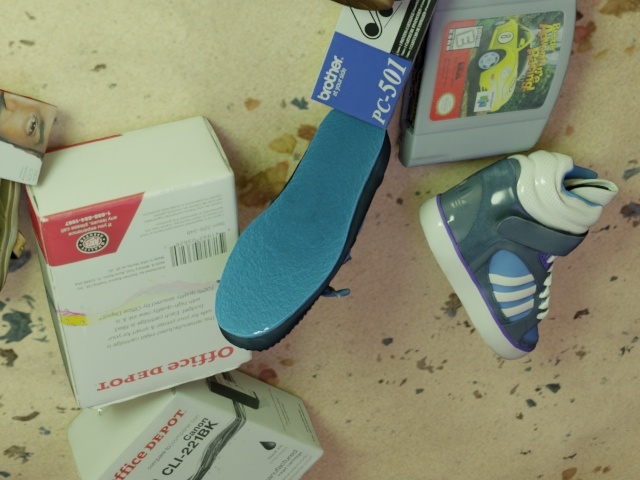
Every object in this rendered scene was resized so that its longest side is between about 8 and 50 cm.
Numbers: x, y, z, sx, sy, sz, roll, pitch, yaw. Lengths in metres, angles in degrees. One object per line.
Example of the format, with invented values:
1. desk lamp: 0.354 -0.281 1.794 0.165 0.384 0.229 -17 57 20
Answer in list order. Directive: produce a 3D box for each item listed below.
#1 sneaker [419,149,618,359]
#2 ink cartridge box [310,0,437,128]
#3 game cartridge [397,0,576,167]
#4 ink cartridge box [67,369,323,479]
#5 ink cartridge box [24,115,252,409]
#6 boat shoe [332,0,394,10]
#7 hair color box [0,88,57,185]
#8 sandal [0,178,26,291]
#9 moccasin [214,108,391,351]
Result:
1. sneaker: 0.291 0.015 2.042 0.236 0.130 0.323 -23 133 15
2. ink cartridge box: 0.068 -0.236 1.777 0.097 0.046 0.207 23 123 1
3. game cartridge: 0.202 -0.220 1.879 0.196 0.060 0.294 -12 132 -21
4. ink cartridge box: -0.165 0.267 2.087 0.273 0.114 0.197 28 114 -38
5. ink cartridge box: -0.211 0.028 1.849 0.226 0.131 0.306 -14 134 -14
6. boat shoe: -0.053 -0.350 1.608 0.342 0.123 0.123 21 87 -26
7. hair color box: -0.374 -0.122 1.675 0.167 0.053 0.093 13 94 -34
8. sandal: -0.361 -0.010 1.801 0.049 0.072 0.180 -13 132 -44
9. moccasin: 0.000 0.000 1.824 0.342 0.137 0.117 -55 156 -26
